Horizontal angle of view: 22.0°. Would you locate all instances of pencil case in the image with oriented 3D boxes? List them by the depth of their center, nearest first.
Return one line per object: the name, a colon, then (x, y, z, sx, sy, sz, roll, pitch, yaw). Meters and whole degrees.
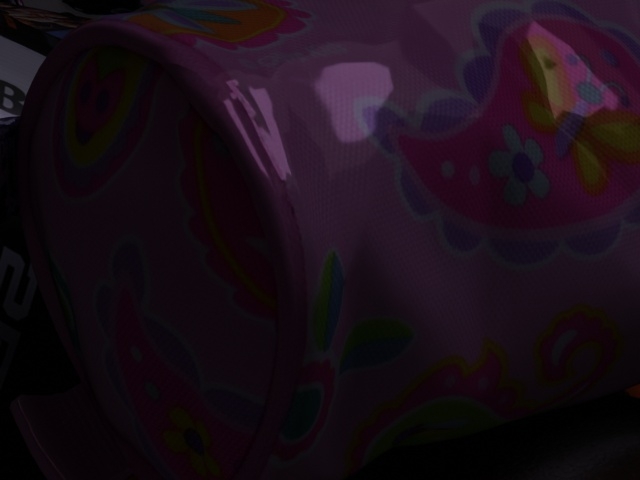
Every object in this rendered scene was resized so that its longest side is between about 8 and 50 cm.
pencil case: (0.057, -0.012, 0.437, 0.284, 0.124, 0.124, -13, 37, -37)

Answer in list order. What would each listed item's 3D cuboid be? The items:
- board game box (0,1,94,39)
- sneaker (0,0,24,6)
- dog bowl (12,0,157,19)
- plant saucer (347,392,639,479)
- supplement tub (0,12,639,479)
board game box: (-0.259, -0.120, 1.014, 0.165, 0.042, 0.243, 15, 16, 28)
sneaker: (-0.252, -0.156, 1.236, 0.299, 0.112, 0.121, 30, 12, 9)
dog bowl: (-0.153, -0.199, 1.554, 0.408, 0.150, 0.408, 27, 12, -6)
plant saucer: (0.117, 0.171, 0.414, 0.311, 0.050, 0.310, 23, 49, -30)
supplement tub: (-0.066, 0.055, 0.528, 0.338, 0.207, 0.207, 22, 13, -23)
